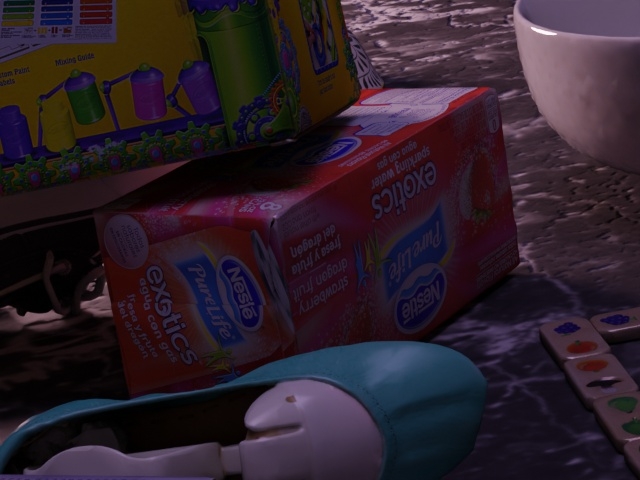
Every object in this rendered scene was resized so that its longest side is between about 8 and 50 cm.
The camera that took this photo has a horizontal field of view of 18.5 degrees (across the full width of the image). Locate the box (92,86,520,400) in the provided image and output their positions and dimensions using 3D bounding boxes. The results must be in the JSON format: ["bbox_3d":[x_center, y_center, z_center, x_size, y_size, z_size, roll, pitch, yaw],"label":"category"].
[{"bbox_3d":[0.000,0.000,1.152,0.128,0.123,0.257,1,20,33],"label":"box"}]

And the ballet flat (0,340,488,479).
[{"bbox_3d":[-0.044,0.104,0.913,0.247,0.083,0.087,-11,5,14],"label":"ballet flat"}]

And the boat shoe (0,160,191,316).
[{"bbox_3d":[-0.191,0.002,1.278,0.306,0.105,0.113,-21,24,-14],"label":"boat shoe"}]

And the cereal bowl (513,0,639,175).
[{"bbox_3d":[0.304,-0.116,1.333,0.339,0.141,0.339,-8,18,2],"label":"cereal bowl"}]

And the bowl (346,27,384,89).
[{"bbox_3d":[-0.032,-0.165,1.758,0.170,0.080,0.170,-9,18,3],"label":"bowl"}]

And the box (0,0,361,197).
[{"bbox_3d":[-0.159,-0.176,1.122,0.290,0.279,0.177,-10,9,15],"label":"box"}]

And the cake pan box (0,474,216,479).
[{"bbox_3d":[-0.192,0.176,0.795,0.245,0.070,0.267,-5,18,21],"label":"cake pan box"}]

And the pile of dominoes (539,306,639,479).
[{"bbox_3d":[0.232,0.055,1.003,0.196,0.040,0.251,-11,18,-5],"label":"pile of dominoes"}]
